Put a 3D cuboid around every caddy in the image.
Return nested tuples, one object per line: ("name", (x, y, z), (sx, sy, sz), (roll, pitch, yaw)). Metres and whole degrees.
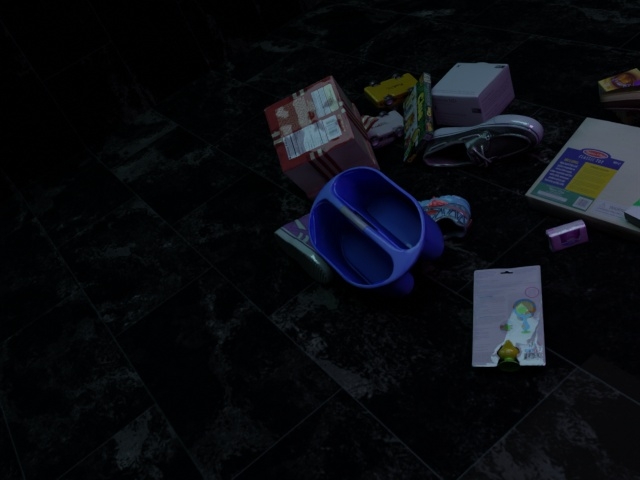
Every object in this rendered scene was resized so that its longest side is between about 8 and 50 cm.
("caddy", (0.117, -0.022, 1.588), (0.241, 0.179, 0.341), (-52, 49, 6))

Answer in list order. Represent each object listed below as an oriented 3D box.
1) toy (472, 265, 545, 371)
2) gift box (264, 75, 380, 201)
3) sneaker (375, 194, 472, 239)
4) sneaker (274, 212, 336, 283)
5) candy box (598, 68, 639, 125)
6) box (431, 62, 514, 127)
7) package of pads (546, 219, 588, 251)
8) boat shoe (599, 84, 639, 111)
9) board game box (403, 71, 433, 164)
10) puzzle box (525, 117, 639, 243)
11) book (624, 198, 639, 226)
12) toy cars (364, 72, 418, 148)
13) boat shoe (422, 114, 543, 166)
("toy", (0.382, 0.162, 1.388), (0.137, 0.056, 0.237), (-5, 45, 20))
("gift box", (0.031, -0.276, 1.934), (0.276, 0.258, 0.255), (-19, 68, 15))
("sneaker", (0.239, -0.034, 1.680), (0.262, 0.104, 0.125), (-14, 39, 15))
("sneaker", (0.000, -0.001, 1.786), (0.161, 0.102, 0.282), (-31, 36, -13))
("candy box", (0.824, -0.379, 1.808), (0.109, 0.053, 0.186), (-18, 35, 10))
("box", (0.451, -0.435, 2.043), (0.181, 0.119, 0.182), (16, 52, 43))
("package of pads", (0.544, -0.011, 1.511), (0.083, 0.050, 0.032), (-19, 36, 10))
("boat shoe", (0.849, -0.307, 1.640), (0.342, 0.123, 0.123), (6, 20, 23))
("board game box", (0.285, -0.360, 2.010), (0.136, 0.030, 0.259), (127, 155, -47))
("puzzle box", (0.702, -0.131, 1.526), (0.272, 0.052, 0.409), (-49, 41, -11))
("book", (0.707, -0.049, 1.384), (0.096, 0.035, 0.144), (-38, 38, -6))
("toy cars", (0.204, -0.399, 2.172), (0.176, 0.087, 0.393), (15, 50, 8))
("boat shoe", (0.431, -0.246, 1.841), (0.335, 0.121, 0.119), (-5, 47, 43))
